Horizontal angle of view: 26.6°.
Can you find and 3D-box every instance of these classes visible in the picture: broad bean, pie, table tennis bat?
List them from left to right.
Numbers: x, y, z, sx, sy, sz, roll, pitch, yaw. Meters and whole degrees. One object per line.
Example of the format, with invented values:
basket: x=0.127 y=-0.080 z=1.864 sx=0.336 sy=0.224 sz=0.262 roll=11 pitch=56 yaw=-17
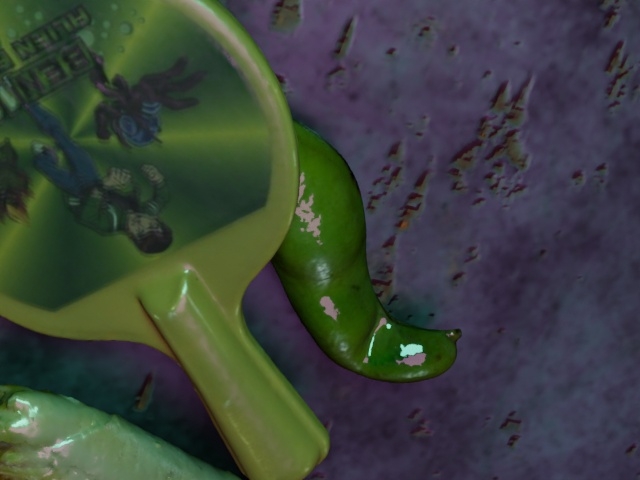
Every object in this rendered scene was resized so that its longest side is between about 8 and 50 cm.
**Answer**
pie: x=-0.100 y=0.160 z=0.740 sx=0.129 sy=0.068 sz=0.282 roll=-34 pitch=128 yaw=29
table tennis bat: x=-0.086 y=0.001 z=0.669 sx=0.198 sy=0.050 sz=0.320 roll=-23 pitch=117 yaw=14
broad bean: x=0.000 y=0.000 z=0.709 sx=0.070 sy=0.048 sz=0.213 roll=-32 pitch=117 yaw=11
